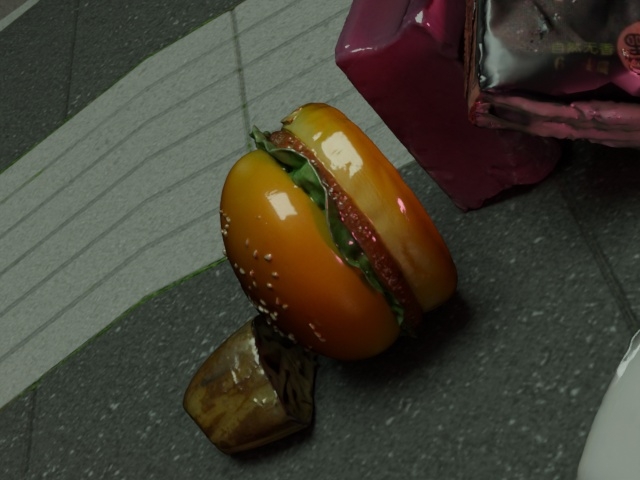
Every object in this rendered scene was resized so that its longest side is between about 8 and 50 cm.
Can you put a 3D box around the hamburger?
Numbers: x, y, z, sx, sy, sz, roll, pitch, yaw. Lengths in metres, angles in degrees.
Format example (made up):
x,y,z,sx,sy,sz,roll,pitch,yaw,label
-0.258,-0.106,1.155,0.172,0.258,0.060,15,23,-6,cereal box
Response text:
x,y,z,sx,sy,sz,roll,pitch,yaw,label
0.000,0.001,1.238,0.170,0.246,0.246,-40,30,-3,hamburger

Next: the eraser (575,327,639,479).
x,y,z,sx,sy,sz,roll,pitch,yaw,label
0.302,0.136,0.855,0.270,0.095,0.174,22,81,58,eraser

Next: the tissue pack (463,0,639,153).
x,y,z,sx,sy,sz,roll,pitch,yaw,label
0.250,-0.242,1.208,0.245,0.123,0.332,6,64,-1,tissue pack

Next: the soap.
x,y,z,sx,sy,sz,roll,pitch,yaw,label
0.164,-0.236,1.374,0.128,0.233,0.359,-19,37,37,soap

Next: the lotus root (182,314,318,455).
x,y,z,sx,sy,sz,roll,pitch,yaw,label
-0.071,0.133,1.289,0.135,0.095,0.159,-38,24,11,lotus root
